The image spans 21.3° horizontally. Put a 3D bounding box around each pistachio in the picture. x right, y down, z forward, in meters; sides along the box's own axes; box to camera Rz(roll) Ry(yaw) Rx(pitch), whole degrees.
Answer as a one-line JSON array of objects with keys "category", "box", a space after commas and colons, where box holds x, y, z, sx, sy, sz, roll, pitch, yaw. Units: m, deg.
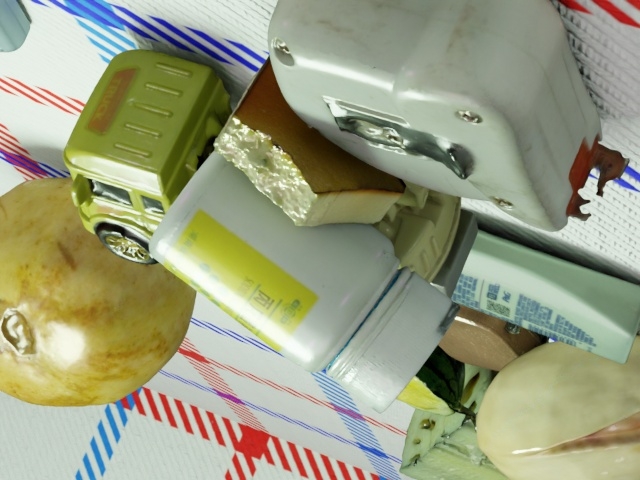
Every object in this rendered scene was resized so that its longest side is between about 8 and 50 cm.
[{"category": "pistachio", "box": [0.323, 0.203, 1.964, 0.299, 0.187, 0.187, -14, 146, 30]}]

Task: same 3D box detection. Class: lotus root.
[{"category": "lotus root", "box": [0.292, 0.274, 2.414, 0.260, 0.149, 0.267, 22, 147, -15]}]

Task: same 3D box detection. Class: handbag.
[{"category": "handbag", "box": [0.195, 0.097, 2.064, 0.151, 0.072, 0.193, 13, 160, 35]}]

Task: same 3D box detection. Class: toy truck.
[{"category": "toy truck", "box": [-0.053, -0.056, 1.678, 0.405, 0.180, 0.254, 17, 154, 16]}]

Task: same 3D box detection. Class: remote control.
[{"category": "remote control", "box": [-0.355, -0.250, 1.709, 0.087, 0.047, 0.244, 17, 166, 9]}]

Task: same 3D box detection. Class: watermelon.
[{"category": "watermelon", "box": [0.108, 0.144, 2.239, 0.232, 0.127, 0.204, 20, 161, 24]}]

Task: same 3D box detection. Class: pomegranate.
[{"category": "pomegranate", "box": [-0.332, 0.059, 2.300, 0.338, 0.338, 0.338, 22, 165, 6]}]

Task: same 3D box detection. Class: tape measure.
[{"category": "tape measure", "box": [0.093, -0.118, 1.344, 0.265, 0.130, 0.258, 17, 166, 24]}]

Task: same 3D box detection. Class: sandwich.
[{"category": "sandwich", "box": [-0.035, -0.097, 1.459, 0.162, 0.058, 0.193, -2, -131, -51]}]

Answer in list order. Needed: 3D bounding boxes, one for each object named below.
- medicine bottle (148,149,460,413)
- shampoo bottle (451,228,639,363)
[{"category": "medicine bottle", "box": [-0.013, 0.029, 1.508, 0.258, 0.143, 0.143, 36, 165, 0]}, {"category": "shampoo bottle", "box": [0.175, 0.029, 1.840, 0.360, 0.078, 0.134, 20, 162, 11]}]
